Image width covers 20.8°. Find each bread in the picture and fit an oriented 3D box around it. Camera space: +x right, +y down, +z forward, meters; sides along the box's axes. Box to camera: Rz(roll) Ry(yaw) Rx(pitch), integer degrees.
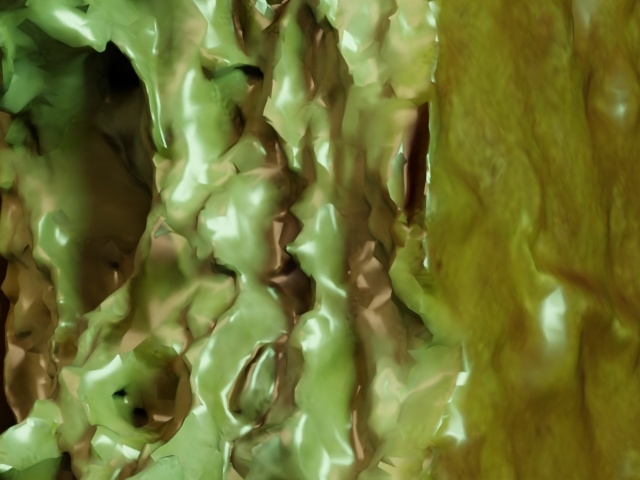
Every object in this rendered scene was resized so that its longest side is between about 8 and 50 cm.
[{"bbox_3d":[0.000,0.000,0.590,0.191,0.370,0.314,-8,47,41],"label":"bread"}]

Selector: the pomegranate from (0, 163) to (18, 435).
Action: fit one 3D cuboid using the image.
[{"bbox_3d":[-0.289,0.006,0.662,0.411,0.411,0.411,-7,53,10],"label":"pomegranate"}]
